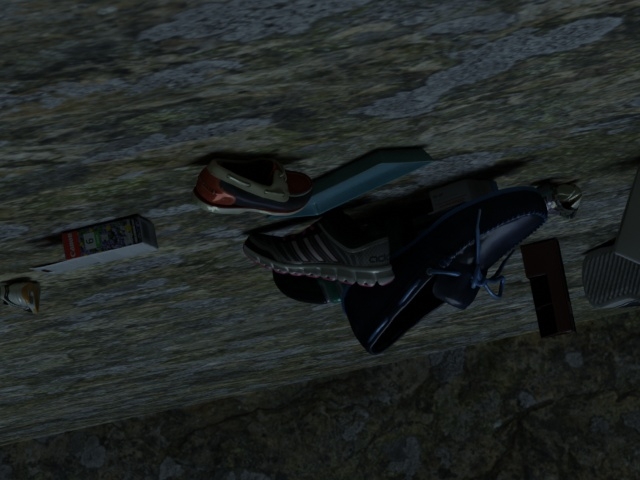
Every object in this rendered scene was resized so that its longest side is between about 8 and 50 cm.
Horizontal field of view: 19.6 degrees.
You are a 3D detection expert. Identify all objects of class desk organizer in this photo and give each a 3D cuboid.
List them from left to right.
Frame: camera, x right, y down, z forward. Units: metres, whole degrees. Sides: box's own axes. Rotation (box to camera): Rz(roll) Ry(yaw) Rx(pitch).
[{"bbox_3d":[0.311,0.067,2.527,0.050,0.130,0.047,-12,172,11],"label":"desk organizer"}]

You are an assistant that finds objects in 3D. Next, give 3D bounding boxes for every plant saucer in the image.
[{"bbox_3d":[0.025,-0.054,1.765,0.067,0.018,0.192,-5,169,-37],"label":"plant saucer"}]

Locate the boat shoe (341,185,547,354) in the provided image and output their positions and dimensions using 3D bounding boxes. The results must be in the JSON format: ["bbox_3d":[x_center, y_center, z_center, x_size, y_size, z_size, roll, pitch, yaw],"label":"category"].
[{"bbox_3d":[0.141,0.038,1.944,0.109,0.089,0.258,15,138,-43],"label":"boat shoe"}]

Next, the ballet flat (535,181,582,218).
[{"bbox_3d":[0.273,-0.047,2.078,0.041,0.041,0.114,-16,171,25],"label":"ballet flat"}]

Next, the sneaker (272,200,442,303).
[{"bbox_3d":[0.061,0.018,2.062,0.223,0.083,0.098,-15,175,15],"label":"sneaker"}]

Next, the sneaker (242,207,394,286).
[{"bbox_3d":[0.000,0.000,1.942,0.170,0.075,0.063,9,-171,25],"label":"sneaker"}]

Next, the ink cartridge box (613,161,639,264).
[{"bbox_3d":[0.493,0.007,2.044,0.278,0.117,0.201,10,-170,-41],"label":"ink cartridge box"}]

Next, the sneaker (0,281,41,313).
[{"bbox_3d":[-0.321,0.058,1.979,0.037,0.032,0.083,1,166,3],"label":"sneaker"}]

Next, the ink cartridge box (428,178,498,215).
[{"bbox_3d":[0.149,-0.045,1.946,0.048,0.028,0.083,-20,168,32],"label":"ink cartridge box"}]

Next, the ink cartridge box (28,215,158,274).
[{"bbox_3d":[-0.219,0.005,1.773,0.115,0.029,0.063,-12,171,8],"label":"ink cartridge box"}]

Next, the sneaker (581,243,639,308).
[{"bbox_3d":[0.493,0.039,2.626,0.127,0.126,0.321,-5,180,-17],"label":"sneaker"}]

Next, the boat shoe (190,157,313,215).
[{"bbox_3d":[-0.053,-0.051,1.604,0.137,0.049,0.043,-3,128,-46],"label":"boat shoe"}]
